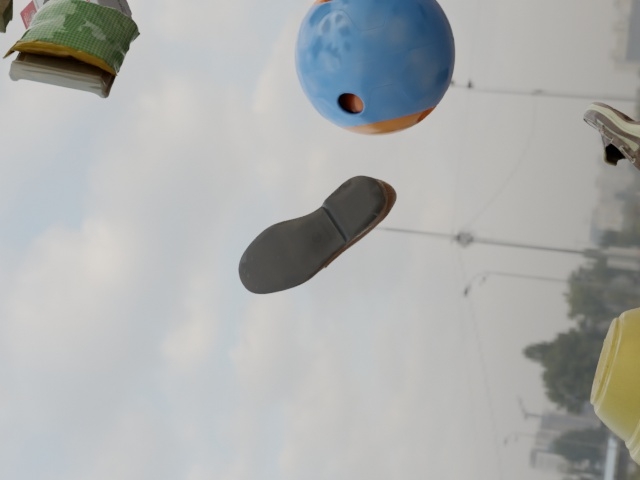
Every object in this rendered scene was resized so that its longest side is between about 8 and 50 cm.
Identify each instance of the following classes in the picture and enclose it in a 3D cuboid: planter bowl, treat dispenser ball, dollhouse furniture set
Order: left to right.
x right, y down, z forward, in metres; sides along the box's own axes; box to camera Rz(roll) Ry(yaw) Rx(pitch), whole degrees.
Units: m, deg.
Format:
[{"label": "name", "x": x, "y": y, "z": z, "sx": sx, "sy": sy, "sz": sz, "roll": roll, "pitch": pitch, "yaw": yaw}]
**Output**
[{"label": "dollhouse furniture set", "x": -0.423, "y": -0.340, "z": 1.526, "sx": 0.198, "sy": 0.301, "sz": 0.151, "roll": -82, "pitch": 4, "yaw": -46}, {"label": "treat dispenser ball", "x": 0.097, "y": -0.330, "z": 1.891, "sx": 0.288, "sy": 0.288, "sz": 0.288, "roll": 6, "pitch": -90, "yaw": -73}, {"label": "planter bowl", "x": 0.347, "y": 0.142, "z": 1.142, "sx": 0.217, "sy": 0.090, "sz": 0.217, "roll": 15, "pitch": -90, "yaw": -79}]

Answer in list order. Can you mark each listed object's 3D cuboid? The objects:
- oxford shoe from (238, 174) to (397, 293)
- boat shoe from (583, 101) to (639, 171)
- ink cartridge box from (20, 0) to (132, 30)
[{"label": "oxford shoe", "x": 0.000, "y": 0.000, "z": 1.197, "sx": 0.076, "sy": 0.212, "sz": 0.076, "roll": -4, "pitch": -114, "yaw": -63}, {"label": "boat shoe", "x": 0.576, "y": -0.196, "z": 2.063, "sx": 0.095, "sy": 0.095, "sz": 0.257, "roll": -55, "pitch": 24, "yaw": 8}, {"label": "ink cartridge box", "x": -0.418, "y": -0.385, "z": 1.806, "sx": 0.072, "sy": 0.175, "sz": 0.127, "roll": 0, "pitch": -120, "yaw": -54}]
